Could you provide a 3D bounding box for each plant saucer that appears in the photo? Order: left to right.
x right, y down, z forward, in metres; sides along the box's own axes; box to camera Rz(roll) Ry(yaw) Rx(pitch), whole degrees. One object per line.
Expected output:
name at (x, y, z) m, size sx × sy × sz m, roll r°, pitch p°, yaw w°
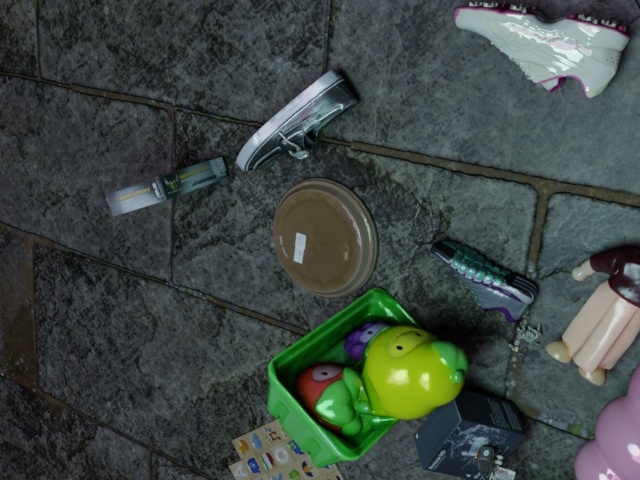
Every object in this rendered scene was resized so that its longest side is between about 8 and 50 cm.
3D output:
plant saucer at (0.000, 0.000, 1.694) m, size 0.277 × 0.041 × 0.278 m, roll 11°, pitch 110°, yaw 31°

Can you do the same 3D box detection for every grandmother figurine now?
grandmother figurine at (0.541, 0.095, 1.326) m, size 0.207 × 0.104 × 0.343 m, roll 29°, pitch 121°, yaw 14°

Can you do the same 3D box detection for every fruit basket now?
fruit basket at (0.110, 0.250, 1.489) m, size 0.283 × 0.392 × 0.392 m, roll 47°, pitch 123°, yaw 14°

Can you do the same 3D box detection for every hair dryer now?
hair dryer at (0.357, 0.558, 1.483) m, size 0.223 × 0.080 × 0.294 m, roll 31°, pitch 130°, yaw 24°

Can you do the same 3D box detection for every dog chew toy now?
dog chew toy at (0.565, 0.330, 1.288) m, size 0.206 × 0.206 × 0.332 m, roll 45°, pitch 112°, yaw 15°

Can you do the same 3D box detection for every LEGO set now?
LEGO set at (0.402, 0.193, 1.490) m, size 0.054 × 0.023 × 0.083 m, roll 28°, pitch 117°, yaw 24°

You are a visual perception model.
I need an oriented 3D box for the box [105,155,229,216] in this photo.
box at (-0.352, -0.128, 1.773) m, size 0.183 × 0.231 × 0.056 m, roll -12°, pitch 100°, yaw 36°

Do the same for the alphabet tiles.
alphabet tiles at (-0.088, 0.603, 1.941) m, size 0.342 × 0.011 × 0.285 m, roll -33°, pitch 85°, yaw 35°

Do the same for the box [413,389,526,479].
box at (0.297, 0.391, 1.526) m, size 0.158 × 0.093 × 0.156 m, roll 17°, pitch 121°, yaw -18°

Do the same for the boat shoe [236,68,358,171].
boat shoe at (-0.049, -0.227, 1.620) m, size 0.306 × 0.113 × 0.105 m, roll -38°, pitch 87°, yaw 19°

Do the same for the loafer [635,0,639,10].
loafer at (0.569, -0.345, 1.157) m, size 0.130 × 0.133 × 0.366 m, roll -28°, pitch 87°, yaw 36°

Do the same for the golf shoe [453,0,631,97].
golf shoe at (0.364, -0.334, 1.314) m, size 0.306 × 0.115 × 0.140 m, roll 22°, pitch 118°, yaw 28°

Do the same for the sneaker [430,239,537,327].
sneaker at (0.304, 0.086, 1.491) m, size 0.223 × 0.083 × 0.098 m, roll 31°, pitch 123°, yaw 22°
